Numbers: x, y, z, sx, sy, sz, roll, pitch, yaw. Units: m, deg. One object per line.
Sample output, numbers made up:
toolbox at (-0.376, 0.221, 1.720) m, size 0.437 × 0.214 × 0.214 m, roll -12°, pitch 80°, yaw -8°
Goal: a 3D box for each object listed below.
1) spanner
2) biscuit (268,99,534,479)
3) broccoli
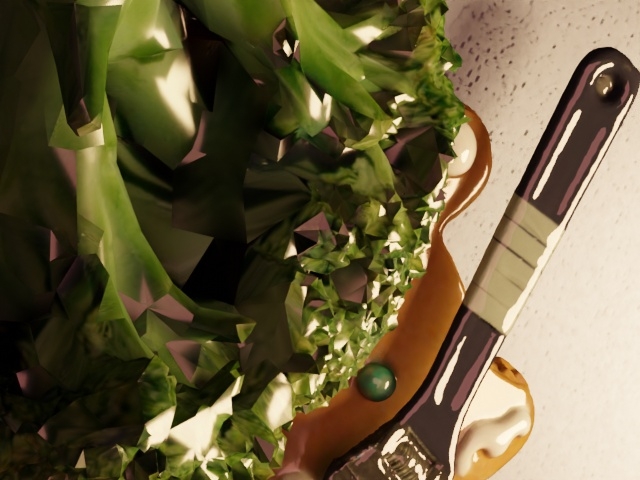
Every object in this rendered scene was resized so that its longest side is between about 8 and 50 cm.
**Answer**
spanner at (0.087, 0.037, 1.025) m, size 0.087 × 0.024 × 0.316 m, roll 25°, pitch 93°, yaw -25°
biscuit at (0.000, 0.000, 1.016) m, size 0.216 × 0.047 × 0.340 m, roll -17°, pitch 109°, yaw -17°
broccoli at (-0.122, -0.056, 0.817) m, size 0.310 × 0.413 × 0.321 m, roll -36°, pitch 157°, yaw 26°
